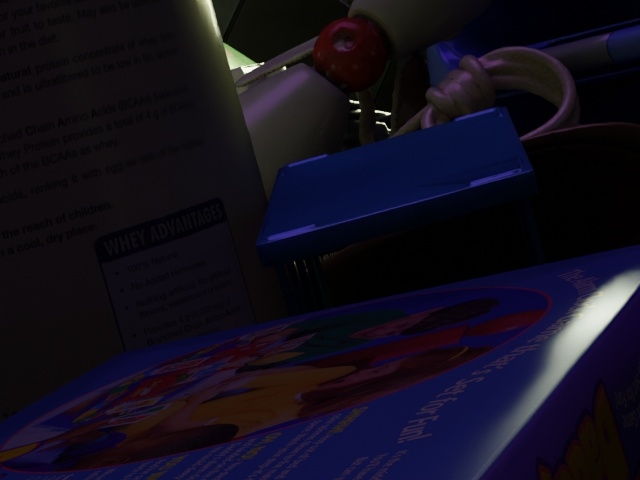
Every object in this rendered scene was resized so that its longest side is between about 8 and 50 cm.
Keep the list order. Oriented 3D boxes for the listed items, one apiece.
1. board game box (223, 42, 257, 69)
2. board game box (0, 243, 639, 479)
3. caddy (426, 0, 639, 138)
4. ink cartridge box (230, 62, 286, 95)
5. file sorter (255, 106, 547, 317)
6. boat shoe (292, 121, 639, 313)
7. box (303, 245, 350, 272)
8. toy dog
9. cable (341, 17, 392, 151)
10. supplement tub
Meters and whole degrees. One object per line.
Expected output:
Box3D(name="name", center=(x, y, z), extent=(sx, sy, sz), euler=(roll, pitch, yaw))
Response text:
Box3D(name="board game box", center=(-0.193, -0.072, 1.682), extent=(0.316, 0.064, 0.242), euler=(-30, -21, 16))
Box3D(name="board game box", center=(-0.027, 0.092, 0.506), extent=(0.233, 0.078, 0.347), euler=(-13, 7, 23))
Box3D(name="caddy", center=(0.205, -0.124, 1.119), extent=(0.179, 0.241, 0.341), euler=(-15, 4, -36))
Box3D(name="ink cartridge box", center=(-0.076, -0.068, 1.252), extent=(0.143, 0.092, 0.090), euler=(-13, 5, 19))
Box3D(name="file sorter", center=(0.047, 0.014, 0.820), extent=(0.118, 0.104, 0.170), euler=(-16, 12, 6))
Box3D(name="boat shoe", center=(0.083, -0.002, 0.944), extent=(0.223, 0.080, 0.073), euler=(-29, 6, 17))
Box3D(name="box", center=(0.000, 0.000, 1.252), extent=(0.180, 0.078, 0.147), euler=(-15, 6, 1))
Box3D(name="toy dog", center=(-0.010, -0.040, 1.103), extent=(0.333, 0.220, 0.161), euler=(-27, -29, -5))
Box3D(name="cable", center=(0.075, -0.125, 1.294), extent=(0.184, 0.150, 0.047), euler=(-3, 44, -26))
Box3D(name="supplement tub", center=(-0.152, -0.040, 0.841), extent=(0.235, 0.325, 0.235), euler=(-15, 6, 2))
